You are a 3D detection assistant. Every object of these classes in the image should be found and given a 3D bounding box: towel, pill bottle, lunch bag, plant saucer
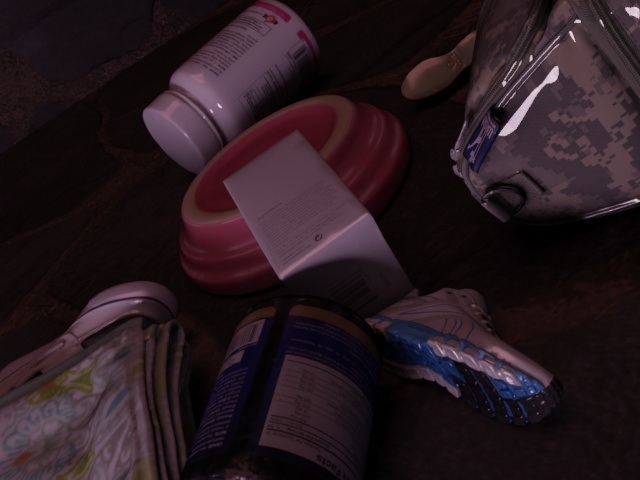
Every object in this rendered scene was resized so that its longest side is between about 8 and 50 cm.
[{"bbox_3d":[-0.266,0.252,0.632,0.374,0.090,0.321,-33,31,4],"label":"towel"},{"bbox_3d":[-0.143,-0.251,1.187,0.283,0.160,0.160,-47,31,-21],"label":"pill bottle"},{"bbox_3d":[0.245,-0.169,0.632,0.256,0.212,0.305,-35,23,36],"label":"lunch bag"},{"bbox_3d":[-0.050,-0.076,0.911,0.332,0.084,0.332,-25,31,16],"label":"plant saucer"},{"bbox_3d":[-0.029,0.153,0.507,0.122,0.123,0.219,-18,35,29],"label":"pill bottle"}]

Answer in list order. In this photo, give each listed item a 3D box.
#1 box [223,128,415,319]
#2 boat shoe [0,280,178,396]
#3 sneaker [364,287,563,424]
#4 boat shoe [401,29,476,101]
[{"bbox_3d":[0.000,0.000,0.669,0.091,0.130,0.170,-35,41,0],"label":"box"},{"bbox_3d":[-0.271,0.143,0.807,0.267,0.096,0.088,-29,34,13],"label":"boat shoe"},{"bbox_3d":[0.109,0.071,0.546,0.083,0.071,0.190,-40,29,-21],"label":"sneaker"},{"bbox_3d":[0.167,-0.223,0.945,0.137,0.049,0.043,-35,-13,5],"label":"boat shoe"}]
